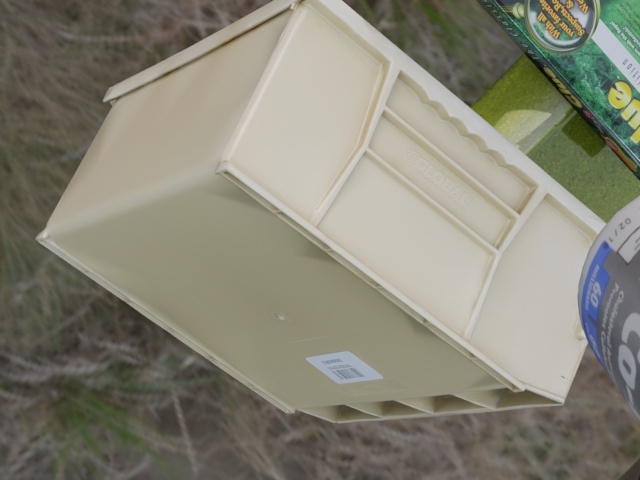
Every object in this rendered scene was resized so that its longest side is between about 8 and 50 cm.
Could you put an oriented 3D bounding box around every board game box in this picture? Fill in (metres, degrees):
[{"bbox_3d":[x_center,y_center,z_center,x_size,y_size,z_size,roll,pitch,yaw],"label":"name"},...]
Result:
[{"bbox_3d":[0.171,-0.170,0.955,0.136,0.030,0.259,-48,110,-7],"label":"board game box"}]

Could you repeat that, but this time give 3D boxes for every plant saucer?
[{"bbox_3d":[0.196,-0.058,1.040,0.188,0.045,0.188,-45,123,-4],"label":"plant saucer"}]

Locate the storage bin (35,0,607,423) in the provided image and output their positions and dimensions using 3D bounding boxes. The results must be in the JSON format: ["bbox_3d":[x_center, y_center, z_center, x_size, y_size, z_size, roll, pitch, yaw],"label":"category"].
[{"bbox_3d":[0.000,0.000,0.934,0.260,0.262,0.123,37,64,-23],"label":"storage bin"}]

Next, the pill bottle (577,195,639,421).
[{"bbox_3d":[0.130,0.040,0.435,0.078,0.137,0.078,-4,114,-8],"label":"pill bottle"}]

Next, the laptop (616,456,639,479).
[{"bbox_3d":[0.266,0.358,1.022,0.408,0.236,0.382,100,13,-67],"label":"laptop"}]
